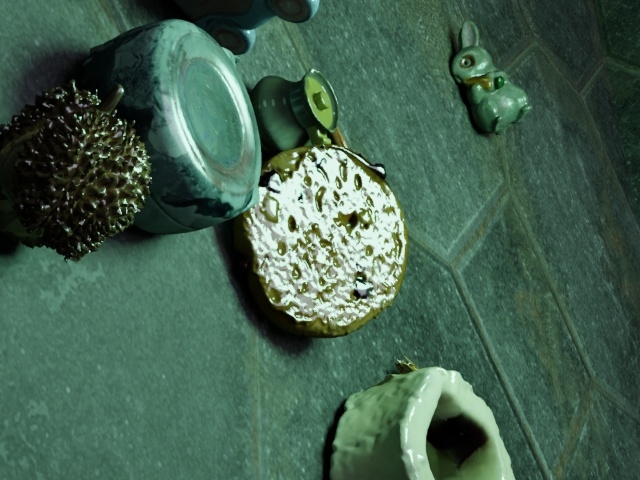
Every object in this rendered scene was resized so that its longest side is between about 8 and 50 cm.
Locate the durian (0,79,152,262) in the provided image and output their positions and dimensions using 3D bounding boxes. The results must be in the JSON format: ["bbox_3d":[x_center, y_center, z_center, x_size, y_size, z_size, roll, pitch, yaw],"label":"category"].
[{"bbox_3d":[-0.257,-0.079,1.292,0.167,0.196,0.196,38,40,-56],"label":"durian"}]

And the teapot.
[{"bbox_3d":[-0.037,-0.172,1.852,0.130,0.119,0.166,5,69,-60],"label":"teapot"}]

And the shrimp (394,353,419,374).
[{"bbox_3d":[0.152,0.252,2.018,0.162,0.045,0.095,51,53,-41],"label":"shrimp"}]

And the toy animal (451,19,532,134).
[{"bbox_3d":[0.342,-0.352,2.713,0.125,0.127,0.251,-12,68,-51],"label":"toy animal"}]

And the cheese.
[{"bbox_3d":[0.151,0.336,1.823,0.332,0.153,0.292,46,35,-41],"label":"cheese"}]

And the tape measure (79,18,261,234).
[{"bbox_3d":[-0.180,-0.134,1.537,0.275,0.147,0.256,14,62,-63],"label":"tape measure"}]

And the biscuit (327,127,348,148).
[{"bbox_3d":[0.029,-0.144,1.925,0.130,0.019,0.102,-118,-177,-65],"label":"biscuit"}]

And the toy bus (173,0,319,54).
[{"bbox_3d":[-0.109,-0.415,1.713,0.232,0.294,0.197,39,56,-27],"label":"toy bus"}]

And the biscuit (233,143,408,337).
[{"bbox_3d":[-0.001,0.000,1.772,0.296,0.075,0.296,7,77,-33],"label":"biscuit"}]
